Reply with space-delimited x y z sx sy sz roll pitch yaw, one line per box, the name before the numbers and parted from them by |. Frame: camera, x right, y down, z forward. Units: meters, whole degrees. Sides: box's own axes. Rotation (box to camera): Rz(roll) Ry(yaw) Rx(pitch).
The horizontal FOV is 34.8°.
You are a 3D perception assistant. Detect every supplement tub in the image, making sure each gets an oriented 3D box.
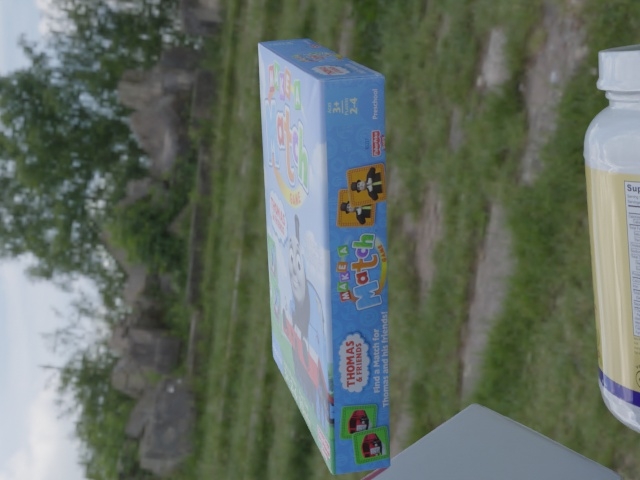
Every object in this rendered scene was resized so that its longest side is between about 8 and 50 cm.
supplement tub | 0.355 -0.009 0.887 0.241 0.241 0.331 -103 6 -79

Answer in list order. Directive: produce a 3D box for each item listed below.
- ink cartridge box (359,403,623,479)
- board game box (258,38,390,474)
ink cartridge box | 0.101 0.379 0.866 0.160 0.279 0.384 22 126 41
board game box | 0.000 0.000 0.585 0.160 0.039 0.211 -130 36 -68
